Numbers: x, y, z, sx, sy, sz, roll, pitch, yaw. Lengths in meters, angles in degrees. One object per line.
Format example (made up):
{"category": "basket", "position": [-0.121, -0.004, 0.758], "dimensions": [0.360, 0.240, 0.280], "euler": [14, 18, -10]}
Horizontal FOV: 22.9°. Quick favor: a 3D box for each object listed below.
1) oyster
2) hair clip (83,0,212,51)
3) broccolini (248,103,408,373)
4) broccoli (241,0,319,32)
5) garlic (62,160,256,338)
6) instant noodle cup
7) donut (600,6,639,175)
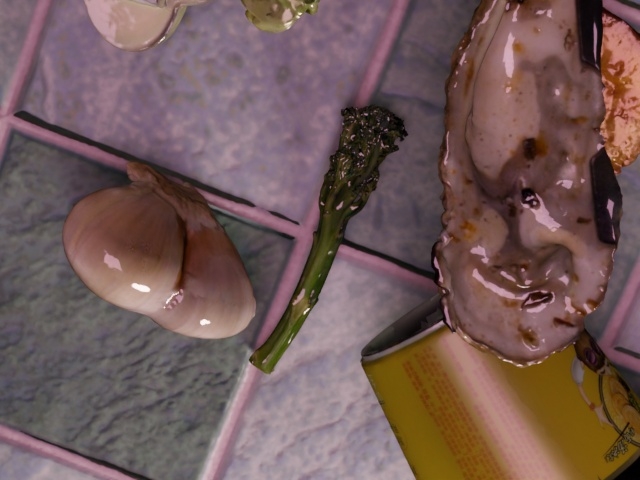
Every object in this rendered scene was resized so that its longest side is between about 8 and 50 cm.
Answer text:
{"category": "oyster", "position": [0.148, -0.084, 1.093], "dimensions": [0.128, 0.078, 0.345], "euler": [5, 85, 3]}
{"category": "hair clip", "position": [-0.129, -0.242, 1.136], "dimensions": [0.159, 0.071, 0.218], "euler": [18, 118, 7]}
{"category": "broccolini", "position": [0.000, 0.000, 1.219], "dimensions": [0.054, 0.051, 0.239], "euler": [22, 112, -9]}
{"category": "broccoli", "position": [0.053, -0.249, 1.029], "dimensions": [0.288, 0.248, 0.245], "euler": [-44, 57, 10]}
{"category": "garlic", "position": [-0.125, 0.017, 1.177], "dimensions": [0.099, 0.124, 0.174], "euler": [-50, 141, 16]}
{"category": "instant noodle cup", "position": [0.149, 0.146, 1.176], "dimensions": [0.215, 0.215, 0.236], "euler": [-31, 92, 11]}
{"category": "donut", "position": [0.173, -0.112, 1.164], "dimensions": [0.152, 0.058, 0.152], "euler": [1, 103, 4]}
